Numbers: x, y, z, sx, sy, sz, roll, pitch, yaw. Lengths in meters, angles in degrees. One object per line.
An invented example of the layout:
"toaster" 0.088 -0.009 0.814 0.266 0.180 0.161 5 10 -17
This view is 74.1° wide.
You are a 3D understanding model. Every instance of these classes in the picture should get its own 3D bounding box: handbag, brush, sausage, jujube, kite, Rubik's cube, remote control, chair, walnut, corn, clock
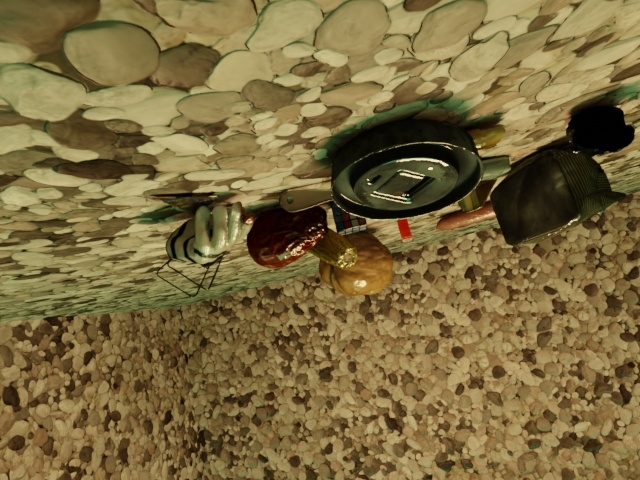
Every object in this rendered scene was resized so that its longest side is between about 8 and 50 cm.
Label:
"handbag" 0.710 -0.137 1.279 0.240 0.247 0.341 -11 165 -18
"brush" 0.051 -0.118 1.059 0.313 0.072 0.067 -11 -176 -6
"sausage" 0.715 -0.122 1.907 0.433 0.088 0.088 -20 169 33
"jujube" -0.088 -0.016 1.174 0.236 0.168 0.168 -20 170 9
"kite" -0.300 -0.081 0.941 0.159 0.010 0.190 -13 171 8
"Rubik's cube" 0.085 -0.073 1.273 0.092 0.092 0.092 -14 171 3
"remote control" 0.424 -0.189 1.186 0.247 0.052 0.104 -13 173 -20
"chair" -0.376 0.043 1.323 0.145 0.221 0.140 38 148 -19
"walnut" 0.170 0.108 1.889 0.344 0.306 0.306 -4 167 -40
"corn" 0.000 0.000 1.267 0.101 0.101 0.310 -6 -159 -37
"clock" 0.173 -0.134 0.881 0.312 0.061 0.312 -3 157 -1

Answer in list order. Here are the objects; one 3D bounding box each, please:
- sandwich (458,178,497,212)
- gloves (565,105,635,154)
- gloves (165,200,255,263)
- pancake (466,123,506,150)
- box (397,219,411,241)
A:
"sandwich" 0.503 -0.149 1.335 0.163 0.113 0.079 -7 169 -37
"gloves" 0.635 -0.262 0.967 0.129 0.106 0.181 -18 -162 35
"gloves" -0.252 -0.015 1.011 0.218 0.131 0.140 -8 -178 19
"pancake" 0.289 -0.183 0.987 0.266 0.057 0.244 -13 170 17
"box" 0.345 -0.052 1.745 0.048 0.100 0.152 -17 171 8
